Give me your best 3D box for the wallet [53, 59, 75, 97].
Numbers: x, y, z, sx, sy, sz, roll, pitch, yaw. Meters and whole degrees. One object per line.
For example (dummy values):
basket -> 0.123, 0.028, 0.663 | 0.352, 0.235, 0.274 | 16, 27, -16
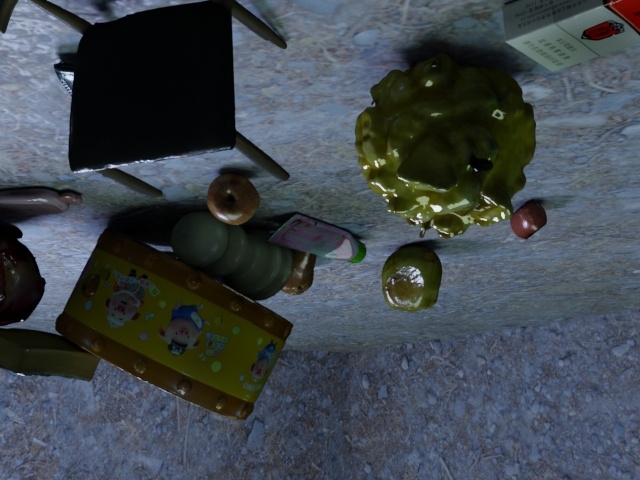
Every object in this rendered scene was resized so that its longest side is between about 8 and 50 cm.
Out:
wallet -> -0.246, -0.175, 0.975 | 0.088, 0.026, 0.129 | 2, 168, 1

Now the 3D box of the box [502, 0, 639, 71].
box -> 0.268, -0.218, 0.825 | 0.152, 0.048, 0.100 | -11, 166, 41

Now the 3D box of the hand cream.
hand cream -> 0.000, 0.001, 1.701 | 0.050, 0.079, 0.275 | 31, -173, 36

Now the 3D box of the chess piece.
chess piece -> -0.177, 0.017, 1.606 | 0.144, 0.145, 0.251 | -9, 158, 28

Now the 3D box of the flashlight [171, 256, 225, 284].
flashlight -> -0.277, 0.075, 1.920 | 0.231, 0.093, 0.093 | 6, 165, -19

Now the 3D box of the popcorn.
popcorn -> 0.147, -0.105, 0.971 | 0.218, 0.189, 0.169 | 3, 169, -14

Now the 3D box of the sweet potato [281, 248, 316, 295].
sweet potato -> -0.062, 0.067, 1.888 | 0.106, 0.095, 0.354 | -36, 169, -15

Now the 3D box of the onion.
onion -> -0.634, 0.063, 1.477 | 0.313, 0.232, 0.314 | 14, 170, 2

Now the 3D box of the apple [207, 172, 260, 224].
apple -> -0.138, -0.065, 1.341 | 0.083, 0.084, 0.071 | -1, -176, -5

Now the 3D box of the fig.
fig -> 0.207, 0.080, 1.887 | 0.154, 0.144, 0.166 | -32, 157, -27

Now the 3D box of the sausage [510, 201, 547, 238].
sausage -> 0.385, -0.038, 1.580 | 0.059, 0.054, 0.094 | -36, 171, -11

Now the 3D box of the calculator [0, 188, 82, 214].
calculator -> -0.481, -0.063, 1.420 | 0.165, 0.024, 0.103 | -3, 166, 8

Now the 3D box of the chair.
chair -> -0.154, -0.149, 0.793 | 0.188, 0.166, 0.272 | -7, 166, 19

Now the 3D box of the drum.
drum -> -0.274, 0.163, 1.638 | 0.431, 0.214, 0.431 | 27, 172, 4

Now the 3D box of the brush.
brush -> -0.484, 0.196, 1.466 | 0.123, 0.059, 0.197 | 15, 177, 29
